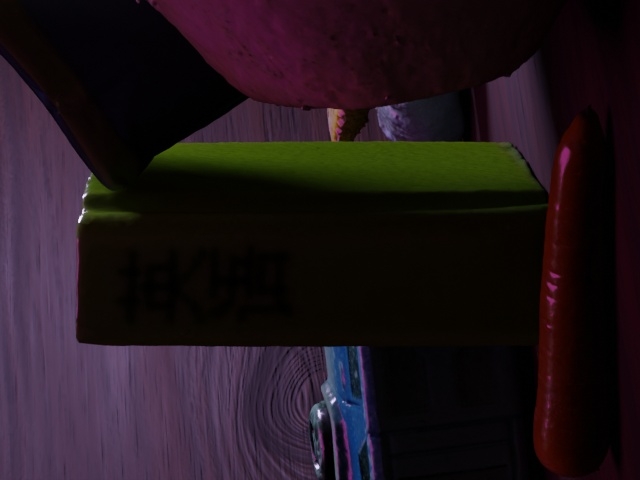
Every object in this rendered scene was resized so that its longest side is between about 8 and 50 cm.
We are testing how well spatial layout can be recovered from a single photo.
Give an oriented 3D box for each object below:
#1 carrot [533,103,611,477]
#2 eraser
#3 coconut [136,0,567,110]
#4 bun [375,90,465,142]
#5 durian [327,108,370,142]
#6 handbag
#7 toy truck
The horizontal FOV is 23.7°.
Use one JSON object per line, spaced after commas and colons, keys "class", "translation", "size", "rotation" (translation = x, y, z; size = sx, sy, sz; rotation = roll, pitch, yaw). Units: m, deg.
{"class": "carrot", "translation": [0.114, 0.026, 0.690], "size": [0.037, 0.037, 0.190], "rotation": [-95, 0, -63]}
{"class": "eraser", "translation": [0.000, 0.000, 0.904], "size": [0.210, 0.274, 0.092], "rotation": [-101, 13, -74]}
{"class": "coconut", "translation": [0.012, -0.176, 0.637], "size": [0.237, 0.197, 0.237], "rotation": [-9, -90, -84]}
{"class": "bun", "translation": [0.080, -0.137, 1.314], "size": [0.141, 0.083, 0.141], "rotation": [171, 90, -90]}
{"class": "durian", "translation": [0.064, -0.166, 1.215], "size": [0.140, 0.078, 0.224], "rotation": [59, 136, 51]}
{"class": "handbag", "translation": [-0.092, -0.187, 0.860], "size": [0.222, 0.241, 0.263], "rotation": [55, 175, -31]}
{"class": "toy truck", "translation": [0.070, 0.077, 1.084], "size": [0.156, 0.154, 0.279], "rotation": [-179, 83, -82]}
